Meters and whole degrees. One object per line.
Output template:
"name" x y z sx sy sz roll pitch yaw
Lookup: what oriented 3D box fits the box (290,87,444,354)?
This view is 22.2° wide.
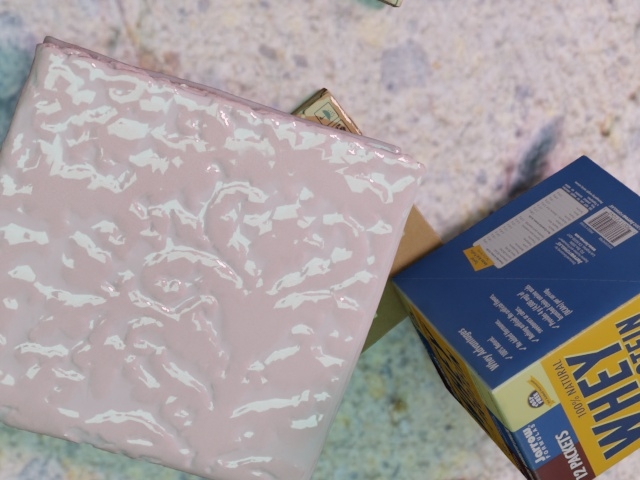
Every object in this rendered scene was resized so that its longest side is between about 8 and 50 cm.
"box" 0.000 0.000 1.372 0.164 0.021 0.201 -39 109 -4

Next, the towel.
"towel" -0.119 0.030 1.315 0.332 0.053 0.317 18 103 -13

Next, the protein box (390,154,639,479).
"protein box" 0.201 0.067 1.332 0.201 0.200 0.136 -33 123 -5

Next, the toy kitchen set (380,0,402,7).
"toy kitchen set" 0.056 -0.238 1.307 0.068 0.075 0.083 21 91 -17
